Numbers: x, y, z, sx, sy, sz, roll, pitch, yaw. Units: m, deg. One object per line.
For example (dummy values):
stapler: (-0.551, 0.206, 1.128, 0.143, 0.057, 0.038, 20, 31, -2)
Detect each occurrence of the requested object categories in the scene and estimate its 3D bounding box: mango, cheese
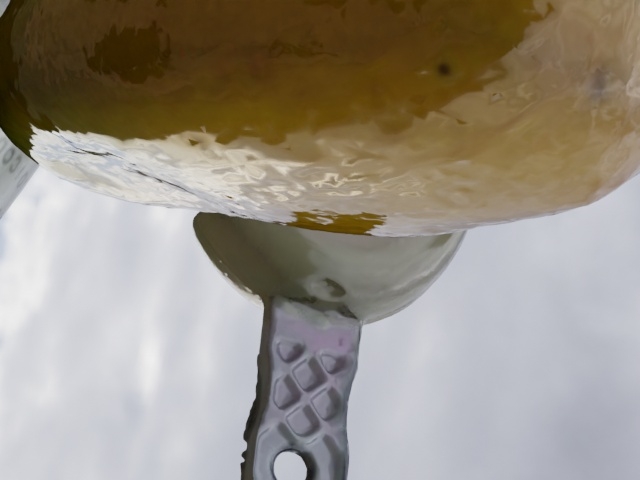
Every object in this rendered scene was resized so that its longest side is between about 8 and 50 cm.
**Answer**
mango: (0.001, -0.062, 0.582, 0.317, 0.176, 0.119, -5, -100, 43)
cheese: (0.000, 0.000, 0.928, 0.082, 0.163, 0.286, -37, -141, 57)

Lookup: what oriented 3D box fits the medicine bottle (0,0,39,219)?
medicine bottle: (-0.172, -0.116, 0.829, 0.293, 0.170, 0.170, -55, -160, -16)
